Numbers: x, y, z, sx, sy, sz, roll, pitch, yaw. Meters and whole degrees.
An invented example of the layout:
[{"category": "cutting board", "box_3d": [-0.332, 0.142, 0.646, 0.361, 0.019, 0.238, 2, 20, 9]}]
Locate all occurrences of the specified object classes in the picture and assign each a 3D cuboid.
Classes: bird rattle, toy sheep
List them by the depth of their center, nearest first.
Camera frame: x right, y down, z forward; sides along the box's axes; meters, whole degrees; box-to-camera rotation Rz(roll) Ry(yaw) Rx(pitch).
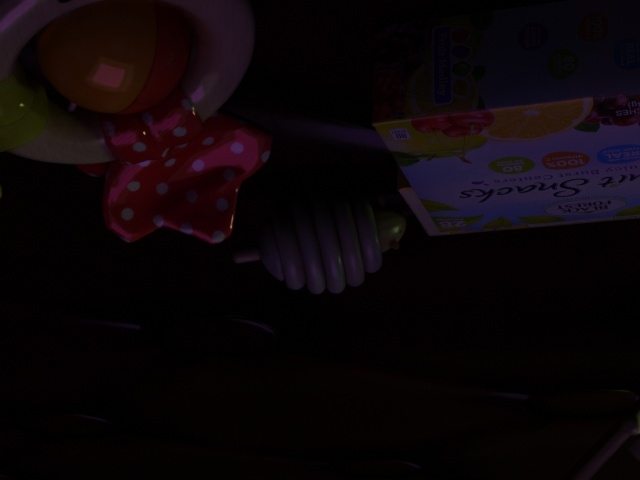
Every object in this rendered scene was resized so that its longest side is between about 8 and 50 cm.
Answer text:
[{"category": "bird rattle", "box_3d": [-0.119, -0.081, 0.657, 0.253, 0.143, 0.207, 13, 139, -34]}, {"category": "toy sheep", "box_3d": [0.000, 0.000, 0.893, 0.132, 0.091, 0.091, -17, 158, -4]}]

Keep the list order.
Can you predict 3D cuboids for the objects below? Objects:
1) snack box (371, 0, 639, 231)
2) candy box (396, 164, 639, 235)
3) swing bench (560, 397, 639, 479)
[{"category": "snack box", "box_3d": [0.152, -0.072, 0.719, 0.207, 0.070, 0.174, -4, 159, 17]}, {"category": "candy box", "box_3d": [0.166, -0.037, 0.859, 0.206, 0.027, 0.105, -5, 163, 16]}, {"category": "swing bench", "box_3d": [0.394, 0.231, 1.114, 0.255, 0.253, 0.165, -32, 160, -42]}]
